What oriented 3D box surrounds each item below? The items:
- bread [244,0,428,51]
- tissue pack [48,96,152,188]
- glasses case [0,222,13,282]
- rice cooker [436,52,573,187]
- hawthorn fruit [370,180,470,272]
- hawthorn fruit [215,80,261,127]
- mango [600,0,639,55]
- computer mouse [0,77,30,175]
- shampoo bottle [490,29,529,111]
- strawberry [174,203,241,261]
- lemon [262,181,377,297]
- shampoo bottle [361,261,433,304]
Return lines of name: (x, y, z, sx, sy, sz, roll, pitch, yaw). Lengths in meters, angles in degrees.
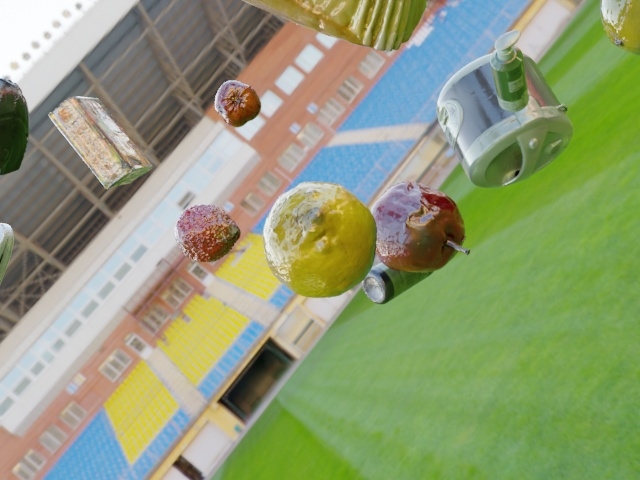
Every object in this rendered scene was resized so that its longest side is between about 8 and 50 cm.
bread: (-0.018, -0.305, 0.719, 0.119, 0.288, 0.152, 113, 180, -55)
tissue pack: (-0.349, -0.156, 1.129, 0.060, 0.148, 0.108, -37, 5, 9)
glasses case: (-0.658, 0.051, 1.415, 0.045, 0.067, 0.178, 16, -75, -42)
rice cooker: (0.443, -0.281, 1.716, 0.288, 0.277, 0.288, -17, -24, -8)
hawthorn fruit: (0.252, -0.015, 1.692, 0.230, 0.266, 0.210, -16, -54, -42)
hawthorn fruit: (-0.155, -0.255, 1.322, 0.093, 0.093, 0.093, -51, -2, -3)
mango: (0.396, -0.320, 0.845, 0.085, 0.122, 0.191, -152, 69, -74)
computer mouse: (-0.708, -0.252, 1.573, 0.122, 0.073, 0.217, 9, -87, -57)
shampoo bottle: (0.364, -0.323, 1.356, 0.065, 0.065, 0.204, -51, -28, -4)
strawberry: (-0.179, -0.013, 1.132, 0.106, 0.106, 0.106, -51, -2, -3)
lemon: (0.000, 0.000, 1.238, 0.204, 0.204, 0.260, -51, -15, -12)
shampoo bottle: (0.239, 0.071, 1.904, 0.284, 0.101, 0.101, -27, -16, -34)
